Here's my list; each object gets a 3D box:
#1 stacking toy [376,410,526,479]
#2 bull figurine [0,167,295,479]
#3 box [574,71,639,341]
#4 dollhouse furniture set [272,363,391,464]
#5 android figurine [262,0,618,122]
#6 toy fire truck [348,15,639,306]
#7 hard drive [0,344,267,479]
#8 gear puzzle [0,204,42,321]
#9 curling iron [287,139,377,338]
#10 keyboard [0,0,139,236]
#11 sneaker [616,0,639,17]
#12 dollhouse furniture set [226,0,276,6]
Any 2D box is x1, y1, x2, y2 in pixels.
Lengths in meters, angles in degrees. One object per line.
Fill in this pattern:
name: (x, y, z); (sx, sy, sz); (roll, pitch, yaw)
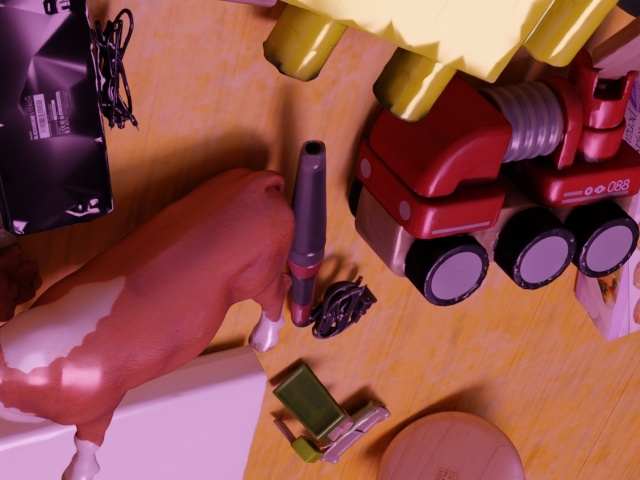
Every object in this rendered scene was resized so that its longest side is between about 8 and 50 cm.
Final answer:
stacking toy: (0.157, 0.291, 1.660); (0.141, 0.141, 0.330); (-31, 150, 0)
bull figurine: (-0.141, 0.065, 1.140); (0.310, 0.101, 0.188); (-32, 153, -22)
box: (0.271, -0.037, 1.387); (0.067, 0.063, 0.324); (-21, 144, -16)
dollhouse furniture set: (0.004, 0.152, 1.460); (0.076, 0.058, 0.152); (-42, 164, 4)
android figurine: (0.080, -0.195, 1.011); (0.248, 0.056, 0.273); (20, 127, -23)
toy fire truck: (0.157, -0.082, 1.192); (0.217, 0.158, 0.246); (-9, 128, -28)
hard drive: (-0.227, 0.207, 1.336); (0.353, 0.047, 0.233); (-12, 141, -24)
gear puzzle: (-0.351, 0.069, 1.074); (0.339, 0.044, 0.175); (-26, 145, -6)
curling iron: (0.000, 0.000, 1.237); (0.068, 0.035, 0.274); (-26, 151, -9)
keyboard: (-0.164, -0.090, 1.032); (0.100, 0.038, 0.192); (-11, 134, -11)
sneaker: (0.317, -0.208, 1.193); (0.232, 0.081, 0.090); (-7, 146, -28)
dollhouse furniture set: (-0.037, -0.218, 0.865); (0.123, 0.144, 0.151); (2, 170, -37)
